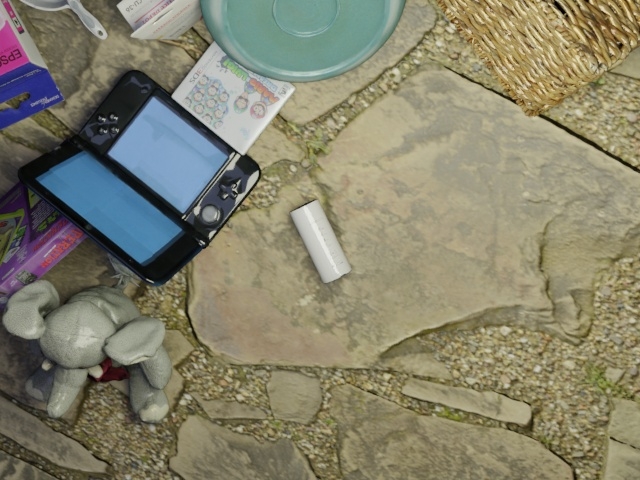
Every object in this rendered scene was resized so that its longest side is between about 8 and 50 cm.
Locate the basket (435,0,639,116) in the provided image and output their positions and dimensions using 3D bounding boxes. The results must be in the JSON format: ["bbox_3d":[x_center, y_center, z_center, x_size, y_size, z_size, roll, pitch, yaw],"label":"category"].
[{"bbox_3d":[0.341,-0.377,1.465,0.213,0.223,0.299,-41,92,-17],"label":"basket"}]

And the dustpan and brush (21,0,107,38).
[{"bbox_3d":[-0.429,-0.420,1.624,0.147,0.060,0.211,-40,107,14],"label":"dustpan and brush"}]

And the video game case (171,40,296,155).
[{"bbox_3d":[-0.143,-0.244,1.615,0.157,0.019,0.143,39,96,2],"label":"video game case"}]

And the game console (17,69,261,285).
[{"bbox_3d":[-0.283,-0.109,1.578,0.293,0.173,0.250,38,92,1],"label":"game console"}]

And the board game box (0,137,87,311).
[{"bbox_3d":[-0.524,0.001,1.671,0.347,0.208,0.056,-38,131,16],"label":"board game box"}]

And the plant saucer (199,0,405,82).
[{"bbox_3d":[-0.023,-0.359,1.470,0.318,0.043,0.317,-4,135,-4],"label":"plant saucer"}]

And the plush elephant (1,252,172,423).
[{"bbox_3d":[-0.393,0.182,1.640,0.272,0.255,0.330,16,104,8],"label":"plush elephant"}]

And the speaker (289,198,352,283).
[{"bbox_3d":[0.000,0.000,1.629,0.055,0.055,0.136,-25,96,15],"label":"speaker"}]

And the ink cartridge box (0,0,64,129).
[{"bbox_3d":[-0.598,-0.359,1.629,0.176,0.069,0.371,-22,111,11],"label":"ink cartridge box"}]

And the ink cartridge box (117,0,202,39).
[{"bbox_3d":[-0.237,-0.373,1.526,0.115,0.198,0.067,-34,93,15],"label":"ink cartridge box"}]
